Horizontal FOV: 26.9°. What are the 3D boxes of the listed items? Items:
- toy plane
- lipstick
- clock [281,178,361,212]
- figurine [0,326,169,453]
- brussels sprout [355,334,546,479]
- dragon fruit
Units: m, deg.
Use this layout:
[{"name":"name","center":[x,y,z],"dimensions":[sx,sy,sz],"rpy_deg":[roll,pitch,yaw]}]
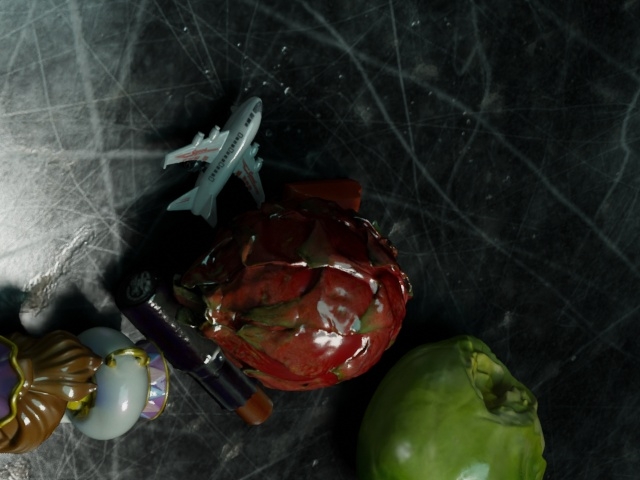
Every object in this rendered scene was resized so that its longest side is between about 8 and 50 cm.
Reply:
[{"name":"toy plane","center":[-0.120,-0.101,1.640],"dimensions":[0.162,0.065,0.171],"rpy_deg":[22,94,-41]},{"name":"lipstick","center":[-0.153,0.141,1.716],"dimensions":[0.081,0.081,0.299],"rpy_deg":[-48,129,-10]},{"name":"clock","center":[0.000,0.000,1.785],"dimensions":[0.113,0.061,0.155],"rpy_deg":[-6,116,-34]},{"name":"figurine","center":[-0.311,0.169,1.563],"dimensions":[0.263,0.142,0.189],"rpy_deg":[1,144,-41]},{"name":"brussels sprout","center":[0.203,0.304,1.944],"dimensions":[0.344,0.268,0.344],"rpy_deg":[-20,121,-39]},{"name":"dragon fruit","center":[-0.034,0.066,1.638],"dimensions":[0.299,0.244,0.244],"rpy_deg":[-2,113,-15]}]
